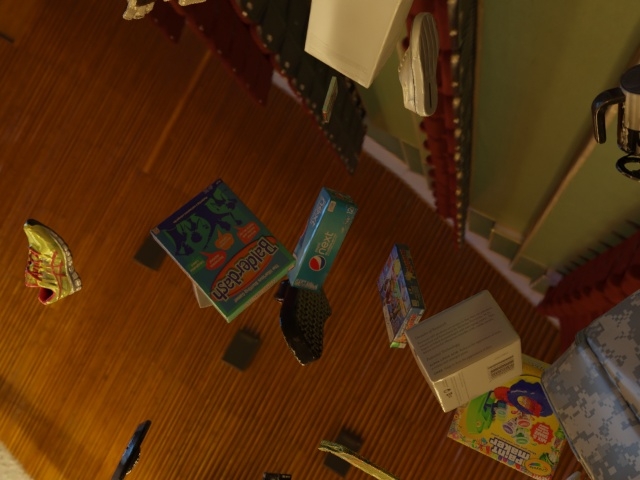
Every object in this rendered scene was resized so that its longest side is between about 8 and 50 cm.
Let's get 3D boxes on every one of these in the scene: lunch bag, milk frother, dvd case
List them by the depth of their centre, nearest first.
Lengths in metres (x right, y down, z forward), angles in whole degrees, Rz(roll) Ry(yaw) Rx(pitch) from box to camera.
[{"bbox_3d":[0.450,0.200,0.726,0.213,0.256,0.305,18,-149,-17],"label":"lunch bag"},{"bbox_3d":[0.526,-0.186,1.010,0.143,0.129,0.134,-111,-4,-46],"label":"milk frother"},{"bbox_3d":[0.024,-0.348,1.545,0.013,0.087,0.119,16,177,5],"label":"dvd case"}]

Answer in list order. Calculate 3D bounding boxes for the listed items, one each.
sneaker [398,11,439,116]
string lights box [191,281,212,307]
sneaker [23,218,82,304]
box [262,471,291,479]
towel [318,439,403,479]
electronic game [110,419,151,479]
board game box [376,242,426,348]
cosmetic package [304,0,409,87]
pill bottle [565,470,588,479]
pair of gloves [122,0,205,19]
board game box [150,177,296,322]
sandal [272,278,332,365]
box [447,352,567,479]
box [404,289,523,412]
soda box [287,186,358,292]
[{"bbox_3d":[0.235,-0.434,1.545,0.091,0.094,0.258,23,131,36],"label":"sneaker"},{"bbox_3d":[-0.346,0.112,1.855,0.077,0.133,0.260,-12,-175,-13],"label":"string lights box"},{"bbox_3d":[-0.549,0.050,1.237,0.081,0.094,0.208,25,140,31],"label":"sneaker"},{"bbox_3d":[-0.128,0.707,1.795,0.083,0.067,0.018,14,167,-24],"label":"box"},{"bbox_3d":[0.112,0.451,1.200,0.237,0.021,0.102,34,160,-15],"label":"towel"},{"bbox_3d":[-0.533,0.612,1.739,0.048,0.229,0.229,26,178,-6],"label":"electronic game"},{"bbox_3d":[0.178,0.123,1.404,0.035,0.136,0.201,9,-139,-14],"label":"board game box"},{"bbox_3d":[0.099,-0.570,1.519,0.217,0.156,0.385,32,162,1],"label":"cosmetic package"},{"bbox_3d":[0.614,0.613,1.415,0.152,0.086,0.086,49,-172,25],"label":"pill bottle"},{"bbox_3d":[-0.276,-0.531,1.240,0.042,0.240,0.204,54,136,5],"label":"pair of gloves"},{"bbox_3d":[-0.171,0.015,1.104,0.210,0.160,0.047,46,164,10],"label":"board game box"},{"bbox_3d":[-0.060,0.157,1.465,0.167,0.107,0.446,63,-169,-9],"label":"sandal"},{"bbox_3d":[0.553,0.469,1.744,0.290,0.279,0.177,20,-175,24],"label":"box"},{"bbox_3d":[0.279,0.216,1.196,0.119,0.182,0.181,64,-178,37],"label":"box"},{"bbox_3d":[0.000,0.000,1.298,0.067,0.210,0.071,17,-160,-22],"label":"soda box"}]
